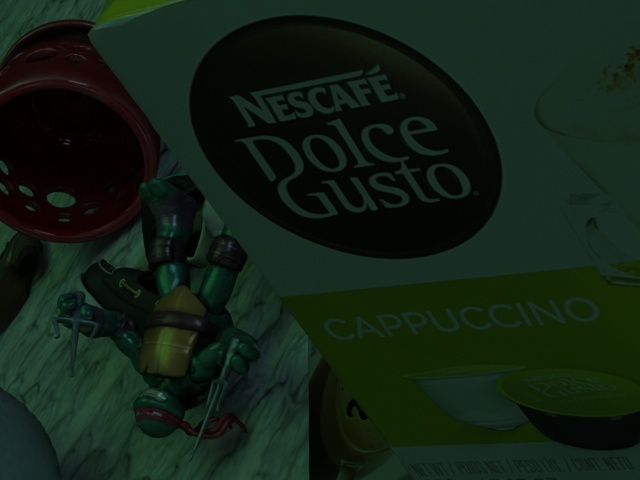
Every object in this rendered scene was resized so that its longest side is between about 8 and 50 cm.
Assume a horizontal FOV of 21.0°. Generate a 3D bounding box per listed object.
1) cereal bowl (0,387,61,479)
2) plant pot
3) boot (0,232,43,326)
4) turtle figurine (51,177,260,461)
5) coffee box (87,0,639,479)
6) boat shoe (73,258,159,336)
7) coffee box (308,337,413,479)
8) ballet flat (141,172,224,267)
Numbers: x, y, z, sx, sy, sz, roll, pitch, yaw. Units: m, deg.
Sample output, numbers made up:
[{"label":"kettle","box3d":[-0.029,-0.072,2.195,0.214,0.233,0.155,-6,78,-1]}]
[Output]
[{"label":"cereal bowl","box3d":[-0.329,0.290,1.470,0.339,0.141,0.339,-38,32,29]},{"label":"plant pot","box3d":[-0.257,-0.117,1.757,0.191,0.191,0.174,-44,23,21]},{"label":"boot","box3d":[-0.341,0.042,1.877,0.118,0.042,0.087,-54,21,1]},{"label":"turtle figurine","box3d":[-0.116,0.065,1.346,0.175,0.118,0.234,6,65,15]},{"label":"coffee box","box3d":[0.160,-0.116,0.807,0.337,0.334,0.338,-8,42,33]},{"label":"boat shoe","box3d":[-0.147,0.063,1.503,0.069,0.081,0.228,-52,35,0]},{"label":"coffee box","box3d":[0.087,0.058,1.086,0.168,0.119,0.297,-38,33,30]},{"label":"ballet flat","box3d":[-0.075,-0.028,1.484,0.280,0.095,0.096,-28,47,58]}]
